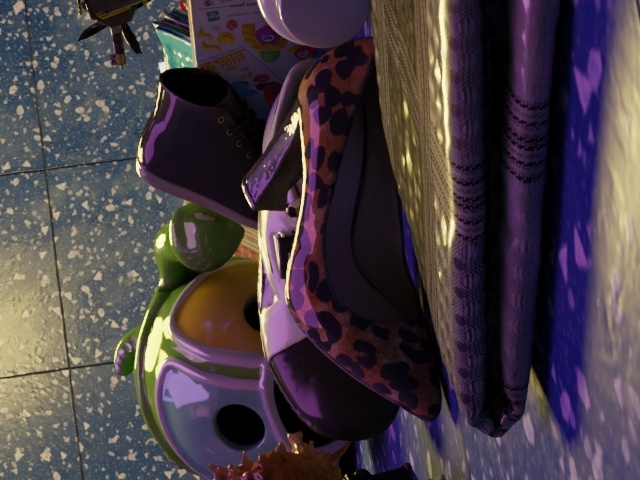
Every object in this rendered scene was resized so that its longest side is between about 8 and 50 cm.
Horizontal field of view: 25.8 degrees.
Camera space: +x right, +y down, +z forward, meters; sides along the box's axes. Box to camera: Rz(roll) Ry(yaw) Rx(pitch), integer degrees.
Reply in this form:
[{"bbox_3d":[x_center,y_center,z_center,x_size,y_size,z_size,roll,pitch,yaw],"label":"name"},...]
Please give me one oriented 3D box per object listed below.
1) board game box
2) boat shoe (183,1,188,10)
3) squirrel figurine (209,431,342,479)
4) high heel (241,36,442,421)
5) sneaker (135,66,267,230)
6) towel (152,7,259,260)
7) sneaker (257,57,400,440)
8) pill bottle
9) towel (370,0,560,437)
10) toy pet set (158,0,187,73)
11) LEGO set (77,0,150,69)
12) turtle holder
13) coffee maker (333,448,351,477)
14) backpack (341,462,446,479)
[{"bbox_3d":[-0.057,-0.192,1.387,0.142,0.144,0.275,-102,8,-45],"label":"board game box"},{"bbox_3d":[-0.099,-0.249,1.819,0.367,0.136,0.156,87,174,-66],"label":"boat shoe"},{"bbox_3d":[-0.038,0.368,1.104,0.281,0.370,0.397,29,106,36],"label":"squirrel figurine"},{"bbox_3d":[0.047,-0.012,1.022,0.261,0.093,0.186,57,132,23],"label":"high heel"},{"bbox_3d":[-0.060,-0.081,1.317,0.083,0.222,0.118,-80,6,-45],"label":"sneaker"},{"bbox_3d":[-0.100,-0.091,1.802,0.271,0.040,0.370,31,141,35],"label":"towel"},{"bbox_3d":[0.000,0.000,1.174,0.146,0.122,0.330,90,170,-68],"label":"sneaker"},{"bbox_3d":[-0.008,-0.210,1.119,0.169,0.094,0.094,-109,13,-64],"label":"pill bottle"},{"bbox_3d":[0.069,-0.114,0.754,0.312,0.056,0.324,-100,3,-55],"label":"towel"},{"bbox_3d":[-0.190,-0.262,1.875,0.122,0.065,0.114,-76,-30,-79],"label":"toy pet set"},{"bbox_3d":[-0.164,-0.368,1.565,0.255,0.331,0.192,62,178,-6],"label":"LEGO set"},{"bbox_3d":[-0.065,0.116,1.506,0.227,0.243,0.320,6,96,57],"label":"turtle holder"},{"bbox_3d":[-0.008,0.267,1.805,0.171,0.120,0.178,-58,-33,-61],"label":"coffee maker"},{"bbox_3d":[0.066,0.229,0.995,0.105,0.084,0.114,-100,1,-66],"label":"backpack"}]
